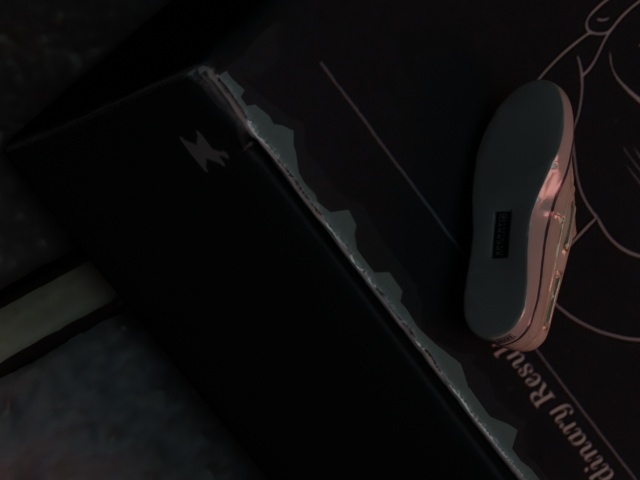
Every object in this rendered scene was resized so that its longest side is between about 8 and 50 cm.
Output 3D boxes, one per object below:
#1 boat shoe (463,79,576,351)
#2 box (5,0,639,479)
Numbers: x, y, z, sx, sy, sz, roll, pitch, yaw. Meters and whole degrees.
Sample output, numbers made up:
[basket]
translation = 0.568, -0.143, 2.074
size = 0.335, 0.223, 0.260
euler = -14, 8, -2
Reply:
[boat shoe]
translation = 0.077, -0.008, 0.711
size = 0.035, 0.035, 0.100
euler = 28, 65, -52
[box]
translation = 0.119, -0.060, 0.876
size = 0.395, 0.212, 0.293
euler = -44, 105, -26
